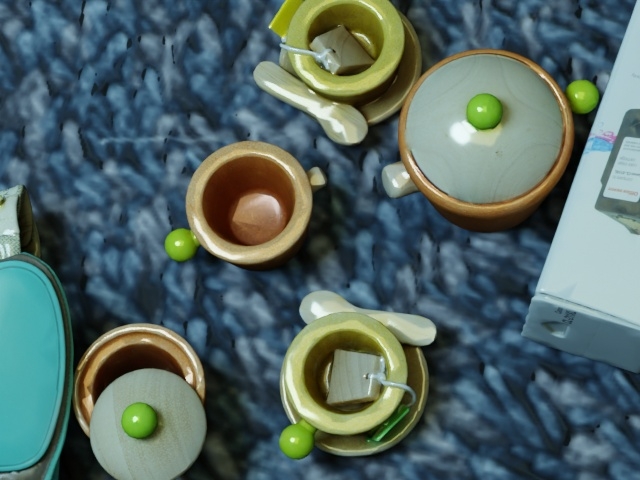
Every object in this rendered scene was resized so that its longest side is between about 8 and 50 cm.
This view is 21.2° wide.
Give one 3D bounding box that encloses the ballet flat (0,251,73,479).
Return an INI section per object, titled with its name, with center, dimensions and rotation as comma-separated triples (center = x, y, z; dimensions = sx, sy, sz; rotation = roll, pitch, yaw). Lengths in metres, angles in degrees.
[ballet flat]
center = -0.181, 0.131, 0.941
dimensions = 0.083, 0.087, 0.247
rotation = 4, 85, -7

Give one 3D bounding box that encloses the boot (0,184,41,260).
[boot]
center = -0.251, -0.013, 0.996
dimensions = 0.165, 0.077, 0.213
rotation = -16, 80, 2

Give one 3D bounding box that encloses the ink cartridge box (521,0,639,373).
[ink cartridge box]
center = 0.174, -0.026, 0.930
dimensions = 0.072, 0.127, 0.175
rotation = 19, 79, 8

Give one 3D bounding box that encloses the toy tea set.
[toy tea set]
center = 0.000, 0.000, 0.941
dimensions = 0.200, 0.124, 0.336
rotation = 29, 80, 12
